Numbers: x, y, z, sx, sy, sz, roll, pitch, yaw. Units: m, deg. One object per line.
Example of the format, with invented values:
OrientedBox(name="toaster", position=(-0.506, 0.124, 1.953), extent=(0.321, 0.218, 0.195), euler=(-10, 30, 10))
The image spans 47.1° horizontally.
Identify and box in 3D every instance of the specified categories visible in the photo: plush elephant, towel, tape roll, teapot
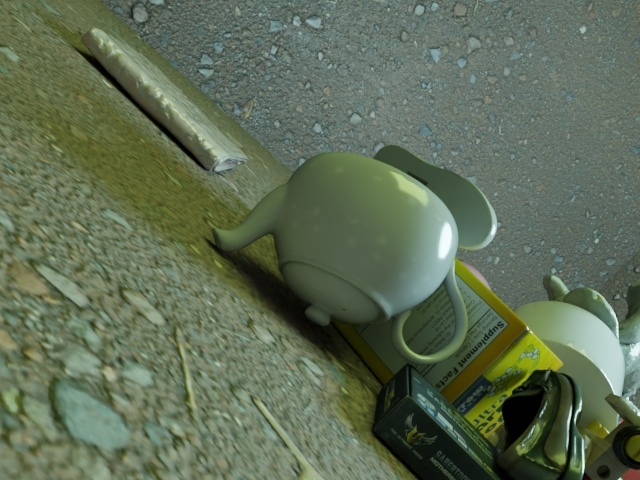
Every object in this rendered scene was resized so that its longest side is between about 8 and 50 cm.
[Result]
OrientedBox(name="plush elephant", position=(0.508, 0.181, 1.437), extent=(0.255, 0.272, 0.330), euler=(40, 35, -16))
OrientedBox(name="towel", position=(-0.293, -0.261, 1.447), extent=(0.332, 0.053, 0.317), euler=(44, 5, -1))
OrientedBox(name="tape roll", position=(0.395, 0.246, 1.280), extent=(0.246, 0.246, 0.169), euler=(44, 31, 6))
OrientedBox(name="teapot", position=(0.042, 0.026, 0.929), extent=(0.256, 0.187, 0.252), euler=(13, -24, 35))

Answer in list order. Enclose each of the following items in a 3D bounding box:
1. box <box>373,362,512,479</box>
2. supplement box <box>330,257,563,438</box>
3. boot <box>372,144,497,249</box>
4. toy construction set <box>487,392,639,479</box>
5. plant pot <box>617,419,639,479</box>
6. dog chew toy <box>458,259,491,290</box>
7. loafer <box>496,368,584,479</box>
OrientedBox(name="box", position=(0.164, 0.253, 0.836), extent=(0.233, 0.059, 0.183), euler=(45, 5, 5))
OrientedBox(name="supplement box", position=(0.149, 0.108, 1.103), extent=(0.356, 0.194, 0.195), euler=(49, 8, 37))
OrientedBox(name="boot", position=(0.192, -0.057, 1.120), extent=(0.123, 0.095, 0.258), euler=(26, 15, -46))
OrientedBox(name="toy construction set", position=(0.382, 0.297, 1.114), extent=(0.309, 0.237, 0.257), euler=(46, 7, 30))
OrientedBox(name="plant pot", position=(0.597, 0.468, 1.365), extent=(0.275, 0.275, 0.243), euler=(40, -5, -29))
OrientedBox(name="dog chew toy", position=(0.190, 0.103, 1.460), extent=(0.207, 0.206, 0.332), euler=(39, 0, -36))
OrientedBox(name="loafer", position=(0.255, 0.211, 0.876), extent=(0.084, 0.096, 0.267), euler=(31, 19, 4))
